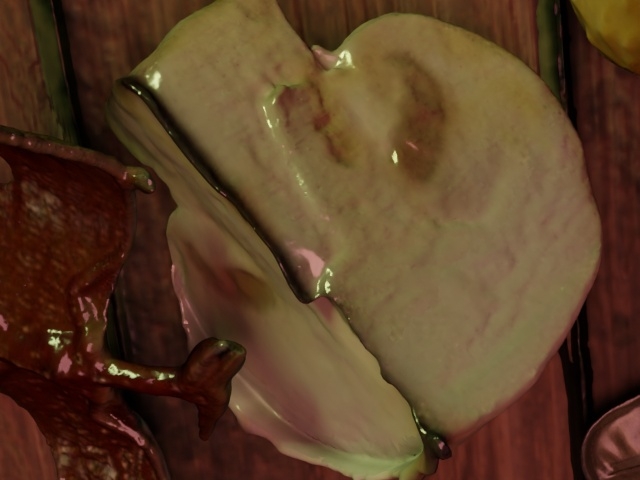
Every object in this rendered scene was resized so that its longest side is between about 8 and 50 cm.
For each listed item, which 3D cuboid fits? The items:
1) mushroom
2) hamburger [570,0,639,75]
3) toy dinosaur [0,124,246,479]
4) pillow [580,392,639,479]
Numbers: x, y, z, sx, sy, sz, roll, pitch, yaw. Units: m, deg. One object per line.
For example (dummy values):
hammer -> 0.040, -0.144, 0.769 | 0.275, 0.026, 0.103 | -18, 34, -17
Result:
mushroom -> 0.018, -0.006, 0.712 | 0.173, 0.162, 0.236 | -32, 77, -30
hamburger -> 0.168, -0.152, 0.646 | 0.115, 0.162, 0.162 | -7, 108, -8
toy dinosaur -> -0.147, 0.083, 0.709 | 0.206, 0.113, 0.327 | 31, 131, 5
pillow -> 0.239, 0.165, 0.811 | 0.130, 0.033, 0.217 | -29, 106, 4
